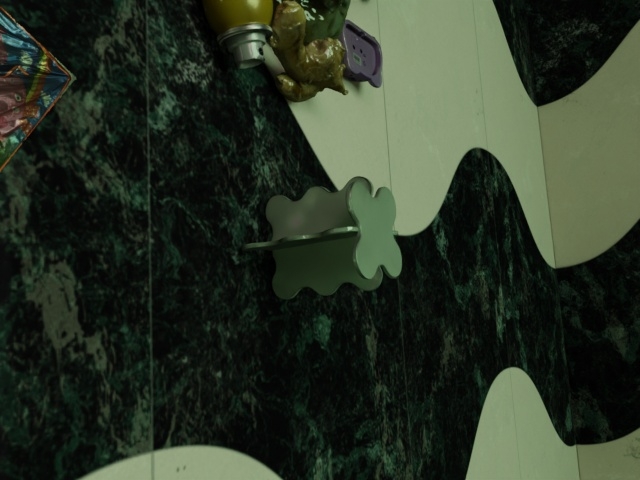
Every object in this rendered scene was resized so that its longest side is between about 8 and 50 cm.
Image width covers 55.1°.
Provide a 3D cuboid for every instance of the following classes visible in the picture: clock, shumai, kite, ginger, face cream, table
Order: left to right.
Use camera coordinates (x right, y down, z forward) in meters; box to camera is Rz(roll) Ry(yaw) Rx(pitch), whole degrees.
[{"bbox_3d":[-0.349,-0.166,0.617,0.234,0.016,0.321,-14,94,-57],"label":"kite"},{"bbox_3d":[-0.139,-0.431,0.902,0.105,0.105,0.349,-16,96,-56],"label":"face cream"},{"bbox_3d":[-0.019,-0.309,1.008,0.214,0.133,0.059,79,-16,-54],"label":"ginger"},{"bbox_3d":[0.000,0.000,0.918,0.166,0.198,0.167,19,67,-53],"label":"table"},{"bbox_3d":[0.004,-0.436,1.030,0.272,0.203,0.222,-10,91,-60],"label":"shumai"},{"bbox_3d":[0.068,-0.367,1.236,0.152,0.050,0.110,10,74,-54],"label":"clock"}]
